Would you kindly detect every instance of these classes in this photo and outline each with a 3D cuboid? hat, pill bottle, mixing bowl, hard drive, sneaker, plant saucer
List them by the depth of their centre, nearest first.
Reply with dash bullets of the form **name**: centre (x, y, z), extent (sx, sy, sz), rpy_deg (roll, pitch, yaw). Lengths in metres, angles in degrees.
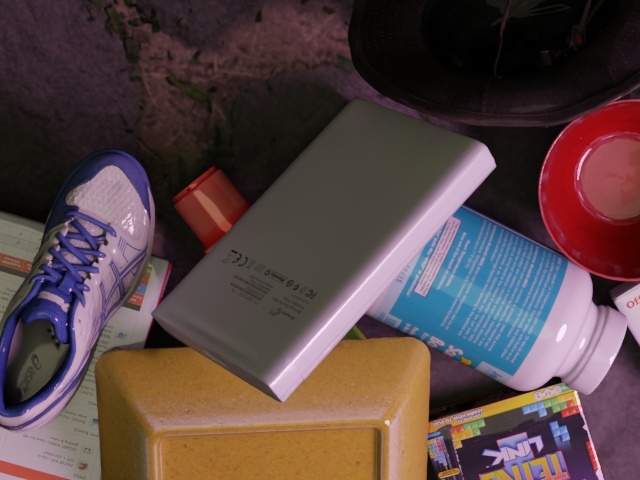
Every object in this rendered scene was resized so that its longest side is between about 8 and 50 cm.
- **hard drive**: centre (0.000, 0.000, 1.547), extent (0.307, 0.203, 0.040), rpy_deg (-47, 130, -15)
- **sneaker**: centre (-0.239, 0.050, 1.557), extent (0.112, 0.131, 0.296), rpy_deg (20, 86, -3)
- **hat**: centre (0.200, -0.198, 1.569), extent (0.331, 0.134, 0.331), rpy_deg (-8, 55, 12)
- **plant saucer**: centre (-0.052, 0.268, 1.604), extent (0.333, 0.081, 0.332), rpy_deg (-2, 111, -5)
- **mixing bowl**: centre (0.307, -0.056, 1.613), extent (0.181, 0.098, 0.181), rpy_deg (1, 99, 4)
- **pill bottle**: centre (0.171, 0.057, 1.619), extent (0.264, 0.146, 0.146), rpy_deg (27, 101, 0)

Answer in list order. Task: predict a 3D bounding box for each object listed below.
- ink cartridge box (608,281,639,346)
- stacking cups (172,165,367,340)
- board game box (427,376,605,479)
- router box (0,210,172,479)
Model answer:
- **ink cartridge box**: centre (0.366, 0.084, 1.657), extent (0.088, 0.052, 0.122), rpy_deg (-31, 98, 8)
- **stacking cups**: centre (-0.038, 0.066, 1.670), extent (0.096, 0.096, 0.316), rpy_deg (-41, 91, 10)
- **board game box**: centre (0.204, 0.228, 1.697), extent (0.170, 0.048, 0.141), rpy_deg (-18, 97, 7)
- **router box**: centre (-0.356, 0.116, 1.652), extent (0.336, 0.082, 0.301), rpy_deg (17, 87, -4)
